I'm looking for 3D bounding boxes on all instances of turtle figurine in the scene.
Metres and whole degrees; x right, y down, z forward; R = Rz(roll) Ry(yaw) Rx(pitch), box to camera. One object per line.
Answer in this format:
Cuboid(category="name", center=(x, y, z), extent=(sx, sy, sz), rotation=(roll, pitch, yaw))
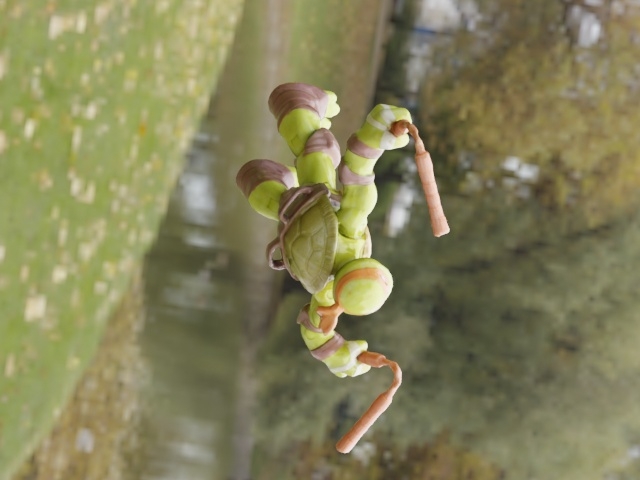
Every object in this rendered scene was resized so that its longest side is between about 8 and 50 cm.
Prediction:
Cuboid(category="turtle figurine", center=(0.000, 0.000, 1.200), extent=(0.217, 0.087, 0.269), rotation=(-119, -150, -50))
